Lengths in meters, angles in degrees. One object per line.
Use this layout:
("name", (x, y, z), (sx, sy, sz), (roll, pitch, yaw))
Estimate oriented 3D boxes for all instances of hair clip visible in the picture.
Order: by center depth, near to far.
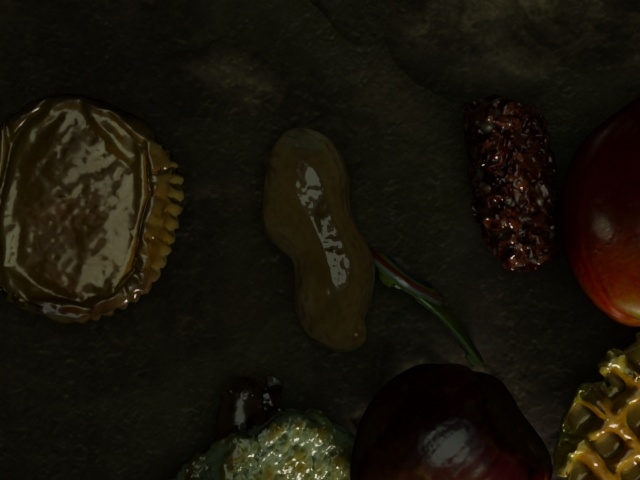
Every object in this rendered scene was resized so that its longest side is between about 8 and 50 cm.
("hair clip", (0.127, 0.076, 1.755), (0.188, 0.060, 0.033), (44, 102, -5))

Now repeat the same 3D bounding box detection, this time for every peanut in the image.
("peanut", (0.000, 0.000, 1.728), (0.101, 0.117, 0.263), (-20, 92, -44))

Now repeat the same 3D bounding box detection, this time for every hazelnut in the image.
("hazelnut", (0.137, 0.244, 1.677), (0.218, 0.218, 0.234), (-47, 113, -5))

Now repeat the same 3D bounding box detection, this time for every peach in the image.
("peach", (0.387, -0.040, 1.681), (0.245, 0.248, 0.275), (-1, 82, -5))

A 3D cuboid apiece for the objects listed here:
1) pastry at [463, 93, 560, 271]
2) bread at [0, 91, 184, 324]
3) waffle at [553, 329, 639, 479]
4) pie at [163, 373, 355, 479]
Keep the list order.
("pastry", (0.221, -0.066, 1.746), (0.115, 0.097, 0.209), (-11, 89, -16))
("bread", (-0.272, -0.032, 1.695), (0.227, 0.142, 0.254), (16, 89, -4))
("waffle", (0.415, 0.241, 1.718), (0.324, 0.068, 0.302), (-1, 102, -15))
("pie", (-0.058, 0.314, 1.709), (0.257, 0.105, 0.274), (35, 86, -10))
